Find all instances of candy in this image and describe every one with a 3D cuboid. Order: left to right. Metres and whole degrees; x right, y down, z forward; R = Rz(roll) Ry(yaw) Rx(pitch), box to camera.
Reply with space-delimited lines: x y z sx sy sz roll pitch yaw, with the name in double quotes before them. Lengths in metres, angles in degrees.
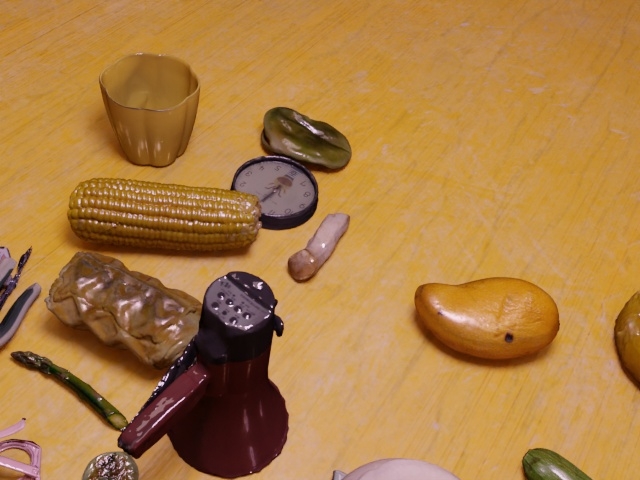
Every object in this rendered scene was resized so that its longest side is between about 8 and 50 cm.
"candy" 0.663 0.190 1.323 0.260 0.118 0.259 8 44 -8

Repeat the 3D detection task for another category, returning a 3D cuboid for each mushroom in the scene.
"mushroom" 0.003 0.001 1.413 0.059 0.054 0.202 26 45 15

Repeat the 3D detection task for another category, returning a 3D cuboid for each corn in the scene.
"corn" -0.279 -0.045 1.348 0.345 0.131 0.131 5 48 -6

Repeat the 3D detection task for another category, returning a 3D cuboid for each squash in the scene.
"squash" 0.403 0.398 1.112 0.219 0.077 0.068 39 62 20

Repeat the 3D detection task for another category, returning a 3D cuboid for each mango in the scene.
"mango" 0.295 0.136 1.307 0.262 0.109 0.157 5 57 1

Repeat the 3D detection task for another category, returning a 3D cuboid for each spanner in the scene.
"spanner" -0.537 0.156 1.133 0.040 0.095 0.324 -21 30 26

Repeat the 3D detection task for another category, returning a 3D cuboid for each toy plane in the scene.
"toy plane" -0.561 0.073 1.246 0.078 0.053 0.197 21 42 -16

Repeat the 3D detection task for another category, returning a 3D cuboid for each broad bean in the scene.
"broad bean" -0.034 -0.218 1.584 0.207 0.072 0.153 24 48 11

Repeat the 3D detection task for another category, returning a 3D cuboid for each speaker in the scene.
"speaker" -0.168 0.199 1.035 0.259 0.329 0.198 -20 55 -17

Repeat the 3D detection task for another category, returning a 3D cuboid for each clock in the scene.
"clock" -0.093 -0.101 1.491 0.185 0.040 0.184 5 48 -6

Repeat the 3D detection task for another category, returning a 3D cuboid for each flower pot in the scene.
"flower pot" -0.343 -0.256 1.491 0.195 0.179 0.195 5 46 -5

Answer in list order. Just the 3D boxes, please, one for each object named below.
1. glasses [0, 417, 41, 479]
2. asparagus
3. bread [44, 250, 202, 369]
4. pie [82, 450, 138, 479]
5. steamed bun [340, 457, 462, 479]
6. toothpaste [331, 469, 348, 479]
"glasses" -0.491 0.324 1.006 0.256 0.095 0.162 7 48 0
"asparagus" -0.392 0.229 1.152 0.236 0.027 0.034 29 62 15
"bread" -0.309 0.115 1.203 0.268 0.130 0.152 24 40 11
"pie" -0.306 0.348 1.067 0.085 0.017 0.085 5 48 -5
"steamed bun" 0.104 0.434 0.947 0.283 0.177 0.283 19 45 -20
"toothpaste" 0.017 0.437 1.032 0.062 0.039 0.239 23 46 -2
